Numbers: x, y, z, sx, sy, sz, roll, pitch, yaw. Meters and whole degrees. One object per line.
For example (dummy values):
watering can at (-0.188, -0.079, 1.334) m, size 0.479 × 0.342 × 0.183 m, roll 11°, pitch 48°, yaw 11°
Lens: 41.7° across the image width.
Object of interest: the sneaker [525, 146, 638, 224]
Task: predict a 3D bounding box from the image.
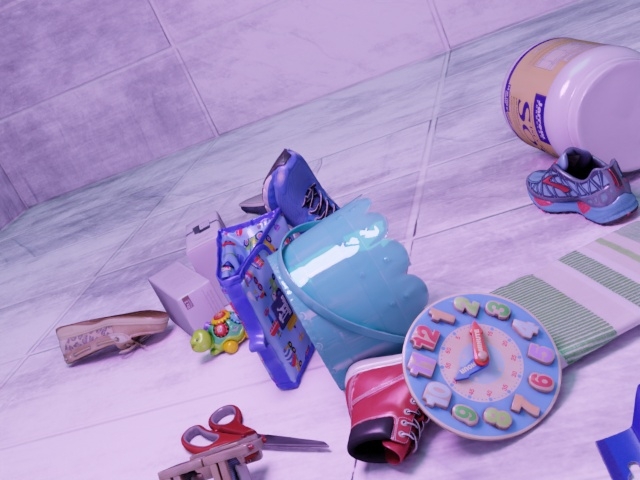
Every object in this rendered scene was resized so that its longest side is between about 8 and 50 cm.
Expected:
sneaker at (0.461, -0.117, 1.512) m, size 0.104 × 0.125 × 0.262 m, roll -30°, pitch 21°, yaw -16°

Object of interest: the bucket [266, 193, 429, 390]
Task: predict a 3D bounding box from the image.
bucket at (0.051, 0.084, 1.303) m, size 0.183 × 0.281 × 0.281 m, roll -30°, pitch 20°, yaw -3°

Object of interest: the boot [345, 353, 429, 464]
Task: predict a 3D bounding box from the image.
boot at (0.151, 0.216, 1.124) m, size 0.244 × 0.088 × 0.176 m, roll -20°, pitch 29°, yaw 12°

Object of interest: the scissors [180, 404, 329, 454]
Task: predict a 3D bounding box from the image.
scissors at (-0.109, 0.309, 1.273) m, size 0.109 × 0.021 × 0.297 m, roll -34°, pitch 23°, yaw -31°

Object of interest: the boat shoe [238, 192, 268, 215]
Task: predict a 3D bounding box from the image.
boat shoe at (-0.104, -0.084, 2.144) m, size 0.254 × 0.079 × 0.095 m, roll -5°, pitch 25°, yaw 37°

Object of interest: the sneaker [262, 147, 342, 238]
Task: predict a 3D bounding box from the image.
sneaker at (0.006, -0.049, 1.606) m, size 0.147 × 0.330 × 0.130 m, roll 11°, pitch 59°, yaw 35°

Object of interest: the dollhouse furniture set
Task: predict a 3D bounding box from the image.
dollhouse furniture set at (-0.102, 0.332, 1.106) m, size 0.129 × 0.129 × 0.183 m, roll -20°, pitch -9°, yaw 12°

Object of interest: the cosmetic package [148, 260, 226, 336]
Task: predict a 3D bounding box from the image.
cosmetic package at (-0.276, 0.127, 1.767) m, size 0.085 × 0.117 × 0.231 m, roll -34°, pitch 23°, yaw -19°

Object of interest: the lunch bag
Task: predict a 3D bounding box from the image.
lunch bag at (-0.099, 0.109, 1.453) m, size 0.138 × 0.221 × 0.293 m, roll -21°, pitch 21°, yaw 12°

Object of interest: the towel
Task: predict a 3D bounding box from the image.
towel at (0.400, 0.079, 1.232) m, size 0.324 × 0.038 × 0.248 m, roll -26°, pitch 21°, yaw -6°

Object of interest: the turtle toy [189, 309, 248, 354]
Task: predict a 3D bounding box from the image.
turtle toy at (-0.193, 0.177, 1.617) m, size 0.130 × 0.066 × 0.095 m, roll -38°, pitch 24°, yaw -32°

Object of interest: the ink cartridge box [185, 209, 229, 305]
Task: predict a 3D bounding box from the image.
ink cartridge box at (-0.232, 0.039, 1.883) m, size 0.086 × 0.153 × 0.208 m, roll -26°, pitch 19°, yaw 0°

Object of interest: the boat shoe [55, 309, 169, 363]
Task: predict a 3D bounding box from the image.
boat shoe at (-0.447, 0.208, 1.832) m, size 0.285 × 0.089 × 0.104 m, roll -11°, pitch -2°, yaw 27°

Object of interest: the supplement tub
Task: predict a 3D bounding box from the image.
supplement tub at (0.521, -0.268, 1.650) m, size 0.241 × 0.241 × 0.331 m, roll -25°, pitch 20°, yaw -1°

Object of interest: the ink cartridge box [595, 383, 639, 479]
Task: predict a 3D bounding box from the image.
ink cartridge box at (0.457, 0.183, 0.868) m, size 0.332 × 0.065 × 0.165 m, roll -22°, pitch 21°, yaw 9°

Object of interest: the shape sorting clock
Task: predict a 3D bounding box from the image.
shape sorting clock at (0.209, 0.158, 1.089) m, size 0.206 × 0.040 × 0.206 m, roll -2°, pitch 57°, yaw 3°
